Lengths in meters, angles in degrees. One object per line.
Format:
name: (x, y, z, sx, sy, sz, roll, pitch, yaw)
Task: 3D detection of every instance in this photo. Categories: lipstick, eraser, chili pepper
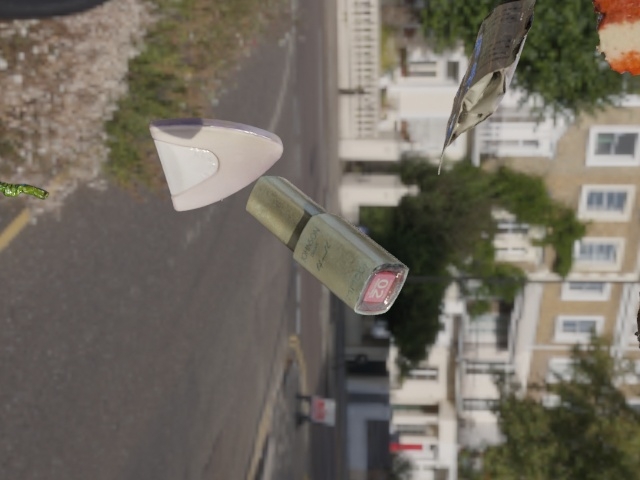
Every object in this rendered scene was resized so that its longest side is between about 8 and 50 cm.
lipstick: (0.000, 0.000, 1.391, 0.077, 0.253, 0.079, 4, 116, -48)
eraser: (-0.194, -0.168, 2.053, 0.059, 0.243, 0.204, -101, 180, -53)
chili pepper: (-0.438, -0.074, 1.531, 0.022, 0.083, 0.027, 107, -11, -47)

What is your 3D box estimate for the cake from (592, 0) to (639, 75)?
cake: (0.603, -0.467, 1.784, 0.269, 0.270, 0.320, -46, 128, -60)

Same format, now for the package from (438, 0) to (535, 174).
package: (0.238, -0.245, 1.572, 0.251, 0.062, 0.204, -55, -172, 45)

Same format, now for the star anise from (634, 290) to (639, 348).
star anise: (0.612, 0.193, 1.878, 0.195, 0.065, 0.182, 77, 3, -45)
